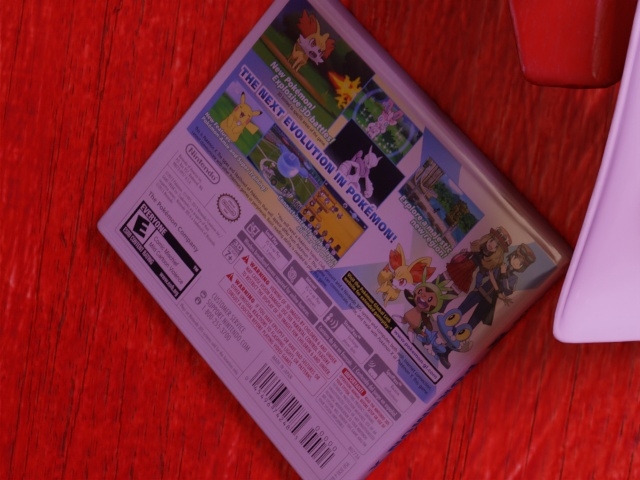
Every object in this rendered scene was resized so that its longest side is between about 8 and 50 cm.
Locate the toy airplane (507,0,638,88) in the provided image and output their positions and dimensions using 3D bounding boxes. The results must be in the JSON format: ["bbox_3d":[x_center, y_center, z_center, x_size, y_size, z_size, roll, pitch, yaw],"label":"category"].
[{"bbox_3d":[0.202,-0.336,1.028,0.384,0.272,0.386,-47,56,26],"label":"toy airplane"}]

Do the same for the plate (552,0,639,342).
[{"bbox_3d":[0.293,-0.062,0.994,0.045,0.277,0.278,-114,29,-54],"label":"plate"}]

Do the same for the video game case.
[{"bbox_3d":[0.000,0.000,1.303,0.329,0.036,0.300,49,113,18],"label":"video game case"}]
